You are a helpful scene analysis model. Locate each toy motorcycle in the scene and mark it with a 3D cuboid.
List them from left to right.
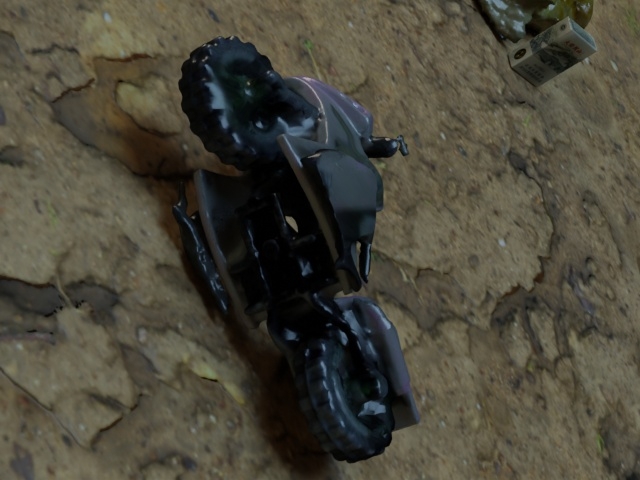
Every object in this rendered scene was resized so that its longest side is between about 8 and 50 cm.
[{"bbox_3d":[0.000,0.000,1.425,0.188,0.143,0.327,-13,81,-61],"label":"toy motorcycle"}]

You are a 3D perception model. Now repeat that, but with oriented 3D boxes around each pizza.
[{"bbox_3d":[0.232,-0.325,2.190,0.323,0.089,0.223,7,53,-56],"label":"pizza"}]

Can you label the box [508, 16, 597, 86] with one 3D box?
[{"bbox_3d":[0.258,-0.209,2.110,0.054,0.083,0.024,32,38,-41],"label":"box"}]
